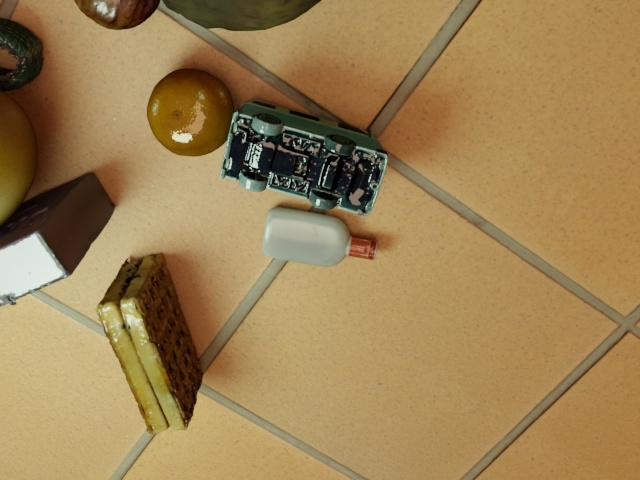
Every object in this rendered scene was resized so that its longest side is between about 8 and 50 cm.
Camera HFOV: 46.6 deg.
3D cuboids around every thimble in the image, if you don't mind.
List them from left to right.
[{"bbox_3d":[-0.566,-0.324,1.306,0.135,0.090,0.119,18,117,-8],"label":"thimble"}]

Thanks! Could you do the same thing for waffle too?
[{"bbox_3d":[-0.326,0.204,1.474,0.091,0.213,0.308,-11,113,6],"label":"waffle"}]

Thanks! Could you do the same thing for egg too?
[{"bbox_3d":[-0.647,-0.125,1.255,0.351,0.283,0.283,-31,110,14],"label":"egg"}]

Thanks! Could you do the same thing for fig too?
[{"bbox_3d":[-0.317,-0.438,1.213,0.148,0.149,0.202,44,80,-16],"label":"fig"}]

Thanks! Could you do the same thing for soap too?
[{"bbox_3d":[-0.552,0.015,1.360,0.296,0.285,0.107,-22,113,11],"label":"soap"}]

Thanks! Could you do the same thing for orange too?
[{"bbox_3d":[-0.228,-0.226,1.316,0.156,0.124,0.156,2,101,12],"label":"orange"}]

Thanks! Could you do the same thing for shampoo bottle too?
[{"bbox_3d":[0.000,0.000,1.447,0.220,0.051,0.108,10,113,-1],"label":"shampoo bottle"}]

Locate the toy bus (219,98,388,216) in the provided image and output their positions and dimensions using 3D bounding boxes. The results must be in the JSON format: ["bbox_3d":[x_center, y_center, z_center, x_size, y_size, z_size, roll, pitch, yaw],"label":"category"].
[{"bbox_3d":[-0.025,-0.154,1.312,0.271,0.165,0.133,15,116,-4],"label":"toy bus"}]

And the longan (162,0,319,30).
[{"bbox_3d":[-0.126,-0.489,1.048,0.390,0.391,0.391,1,115,3],"label":"longan"}]
